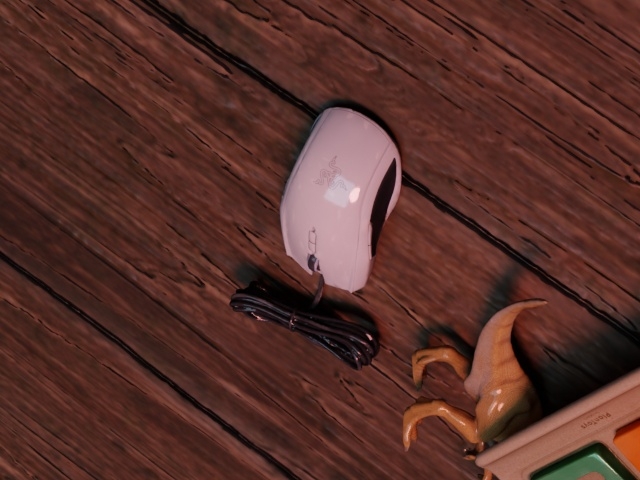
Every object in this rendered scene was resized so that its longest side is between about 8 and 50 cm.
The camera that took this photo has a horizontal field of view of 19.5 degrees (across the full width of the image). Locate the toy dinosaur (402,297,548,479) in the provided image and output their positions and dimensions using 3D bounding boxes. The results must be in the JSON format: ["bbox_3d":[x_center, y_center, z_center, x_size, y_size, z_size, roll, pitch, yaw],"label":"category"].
[{"bbox_3d":[0.107,0.090,1.149,0.112,0.064,0.211,3,133,22],"label":"toy dinosaur"}]

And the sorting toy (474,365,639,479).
[{"bbox_3d":[0.209,0.164,1.086,0.196,0.047,0.347,43,134,-12],"label":"sorting toy"}]

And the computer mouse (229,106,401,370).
[{"bbox_3d":[0.000,0.000,1.166,0.106,0.042,0.193,30,135,19],"label":"computer mouse"}]
